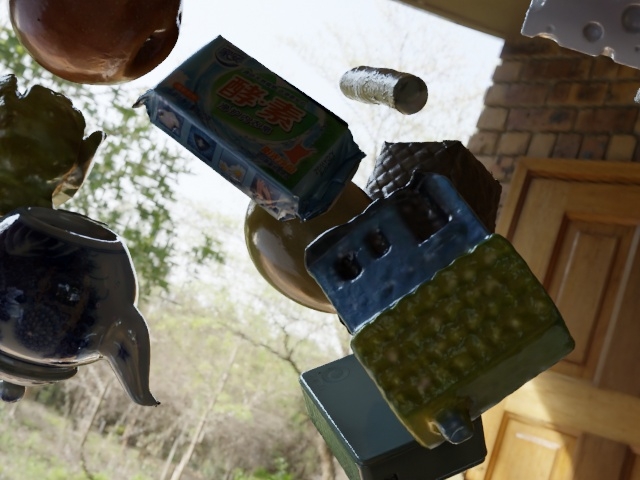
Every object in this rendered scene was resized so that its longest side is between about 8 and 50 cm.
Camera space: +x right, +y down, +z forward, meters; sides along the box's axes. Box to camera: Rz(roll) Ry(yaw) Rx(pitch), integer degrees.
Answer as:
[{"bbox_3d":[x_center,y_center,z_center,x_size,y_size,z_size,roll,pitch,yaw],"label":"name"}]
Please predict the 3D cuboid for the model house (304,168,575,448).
[{"bbox_3d":[0.155,0.102,1.049,0.215,0.237,0.303,52,4,-45],"label":"model house"}]

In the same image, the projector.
[{"bbox_3d":[0.101,0.256,1.194,0.256,0.191,0.099,-138,-149,-62],"label":"projector"}]

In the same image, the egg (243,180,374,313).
[{"bbox_3d":[0.000,0.000,1.544,0.322,0.250,0.250,40,-2,31],"label":"egg"}]

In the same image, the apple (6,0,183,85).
[{"bbox_3d":[-0.232,-0.258,0.895,0.162,0.201,0.201,42,-16,-7],"label":"apple"}]

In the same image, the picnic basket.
[{"bbox_3d":[0.225,-0.033,1.752,0.254,0.321,0.291,8,-15,39],"label":"picnic basket"}]

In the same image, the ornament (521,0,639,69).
[{"bbox_3d":[0.488,-0.441,1.320,0.239,0.239,0.240,22,-54,14],"label":"ornament"}]

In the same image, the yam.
[{"bbox_3d":[0.110,-0.274,1.483,0.081,0.081,0.357,25,8,-19],"label":"yam"}]

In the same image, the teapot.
[{"bbox_3d":[-0.398,0.102,1.168,0.423,0.280,0.252,24,7,9],"label":"teapot"}]

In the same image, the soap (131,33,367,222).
[{"bbox_3d":[-0.087,-0.147,1.081,0.293,0.156,0.077,36,-34,4],"label":"soap"}]

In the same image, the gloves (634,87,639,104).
[{"bbox_3d":[0.475,-0.215,1.179,0.037,0.044,0.081,35,-57,-16],"label":"gloves"}]

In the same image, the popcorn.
[{"bbox_3d":[-0.488,-0.126,1.307,0.225,0.277,0.276,20,-13,3],"label":"popcorn"}]
